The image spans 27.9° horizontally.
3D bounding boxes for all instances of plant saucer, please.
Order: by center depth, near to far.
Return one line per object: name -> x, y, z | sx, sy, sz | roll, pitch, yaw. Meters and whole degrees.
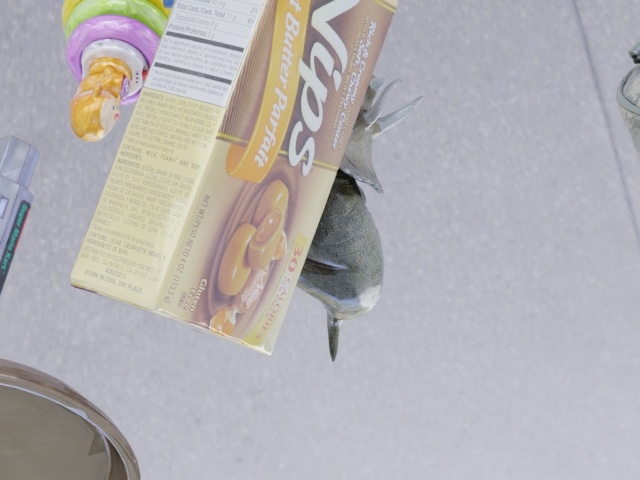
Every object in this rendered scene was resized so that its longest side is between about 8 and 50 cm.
plant saucer -> -0.278, 0.176, 0.997 | 0.278, 0.041, 0.278 | -2, 135, -2

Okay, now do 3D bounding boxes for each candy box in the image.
candy box -> -0.057, -0.085, 0.986 | 0.183, 0.087, 0.316 | 32, 76, -62

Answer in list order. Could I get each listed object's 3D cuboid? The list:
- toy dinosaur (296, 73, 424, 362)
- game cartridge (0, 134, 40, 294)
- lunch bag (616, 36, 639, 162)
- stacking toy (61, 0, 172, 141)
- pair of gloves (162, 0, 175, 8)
toy dinosaur -> 0.000, 0.000, 1.191 | 0.160, 0.121, 0.313 | 13, 118, 34
game cartridge -> -0.441, 0.062, 1.459 | 0.230, 0.355, 0.068 | -10, 146, 39
lunch bag -> 0.359, -0.016, 0.926 | 0.212, 0.256, 0.305 | -36, 113, -22
stacking toy -> -0.207, -0.208, 1.328 | 0.165, 0.302, 0.175 | 10, 134, -5
pair of gloves -> -0.130, -0.311, 1.261 | 0.023, 0.198, 0.159 | -7, 107, 24
